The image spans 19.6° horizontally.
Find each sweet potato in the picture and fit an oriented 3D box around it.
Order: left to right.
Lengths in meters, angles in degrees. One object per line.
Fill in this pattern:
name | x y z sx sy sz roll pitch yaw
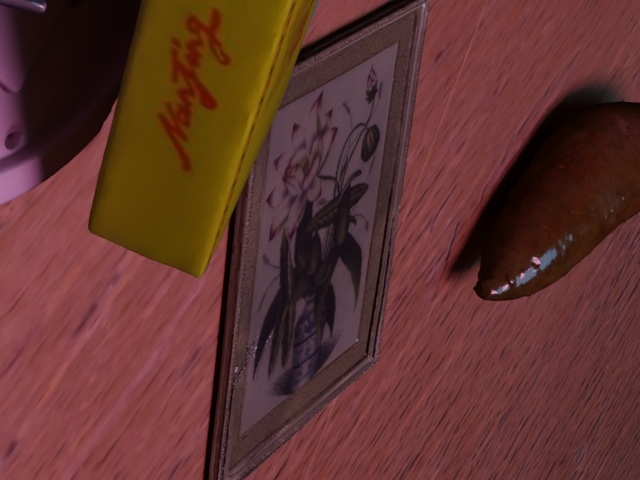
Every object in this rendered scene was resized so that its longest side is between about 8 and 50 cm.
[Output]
sweet potato | 0.192 -0.045 1.248 0.108 0.079 0.346 -48 168 28

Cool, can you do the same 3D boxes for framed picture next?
framed picture | 0.000 0.000 0.941 0.173 0.010 0.231 -37 141 -51

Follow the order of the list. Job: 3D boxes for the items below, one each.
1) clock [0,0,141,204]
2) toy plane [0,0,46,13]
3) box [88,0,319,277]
clock | -0.110 -0.110 0.548 0.197 0.068 0.197 -47 148 -41
toy plane | -0.128 -0.148 0.411 0.226 0.226 0.058 -11 162 -25
box | 0.010 -0.168 0.619 0.187 0.047 0.335 113 -1 -50
